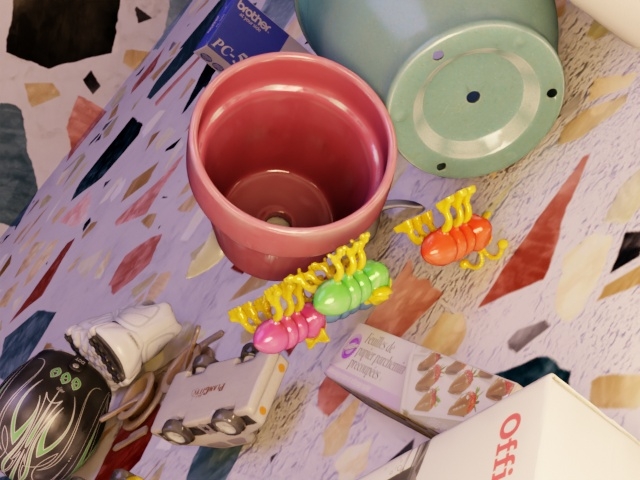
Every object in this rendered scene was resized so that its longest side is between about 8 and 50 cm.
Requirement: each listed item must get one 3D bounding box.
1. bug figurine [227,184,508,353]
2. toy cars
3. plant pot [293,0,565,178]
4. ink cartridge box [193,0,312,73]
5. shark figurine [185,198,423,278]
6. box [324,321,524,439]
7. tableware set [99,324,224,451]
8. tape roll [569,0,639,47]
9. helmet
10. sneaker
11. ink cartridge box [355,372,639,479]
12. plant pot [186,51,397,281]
[{"bbox_3d":[0.039,0.043,1.432,0.216,0.072,0.279,-22,-6,-38],"label":"bug figurine"},{"bbox_3d":[-0.166,0.251,1.625,0.393,0.087,0.176,-44,26,13],"label":"toy cars"},{"bbox_3d":[0.126,-0.208,1.528,0.271,0.271,0.255,-44,35,21],"label":"plant pot"},{"bbox_3d":[-0.067,-0.239,2.062,0.046,0.207,0.097,-14,42,59],"label":"ink cartridge box"},{"bbox_3d":[-0.001,0.005,1.613,0.166,0.278,0.116,11,102,37],"label":"shark figurine"},{"bbox_3d":[0.098,0.133,1.259,0.063,0.067,0.324,-54,20,-8],"label":"box"},{"bbox_3d":[-0.207,0.182,1.893,0.194,0.039,0.128,-33,27,43],"label":"tableware set"},{"bbox_3d":[0.306,-0.329,1.406,0.246,0.169,0.246,-51,14,18],"label":"tape roll"},{"bbox_3d":[-0.368,0.242,1.970,0.169,0.169,0.161,-28,25,49],"label":"helmet"},{"bbox_3d":[-0.272,0.139,2.051,0.118,0.110,0.292,-35,9,-21],"label":"sneaker"},{"bbox_3d":[0.076,0.259,0.988,0.307,0.129,0.223,-36,25,38],"label":"ink cartridge box"},{"bbox_3d":[-0.036,-0.055,1.457,0.180,0.201,0.201,107,-170,-62],"label":"plant pot"}]
